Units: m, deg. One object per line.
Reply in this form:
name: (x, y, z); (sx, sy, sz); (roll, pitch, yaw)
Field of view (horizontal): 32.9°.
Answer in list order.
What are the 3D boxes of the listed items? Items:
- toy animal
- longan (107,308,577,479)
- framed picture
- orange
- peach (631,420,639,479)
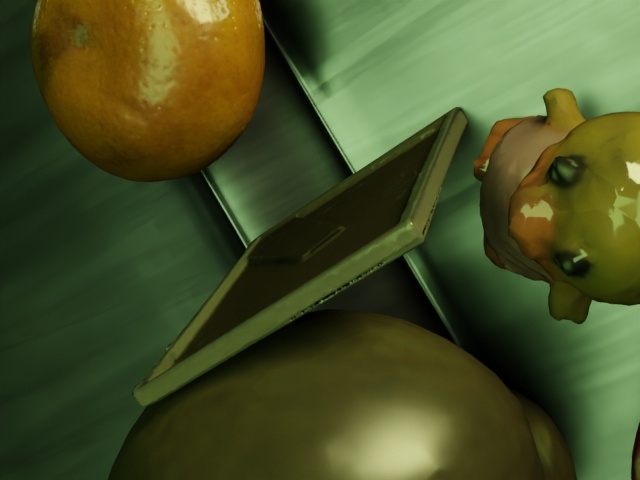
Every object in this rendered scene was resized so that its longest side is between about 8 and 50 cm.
toy animal: (0.217, -0.025, 0.840); (0.169, 0.281, 0.195); (-6, 94, 0)
longan: (0.020, 0.229, 0.867); (0.404, 0.404, 0.336); (-36, 57, 20)
framed picture: (0.000, 0.000, 0.880); (0.247, 0.335, 0.022); (-33, 99, 20)
orange: (-0.154, -0.174, 0.998); (0.240, 0.171, 0.240); (4, 98, 27)
peach: (0.364, 0.167, 0.821); (0.245, 0.249, 0.274); (14, 93, 41)
